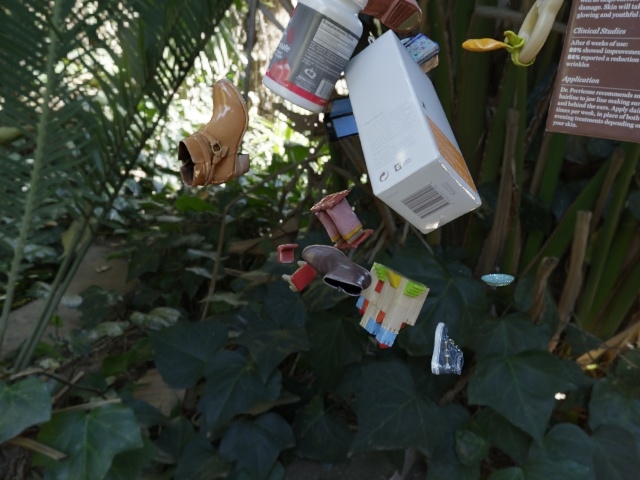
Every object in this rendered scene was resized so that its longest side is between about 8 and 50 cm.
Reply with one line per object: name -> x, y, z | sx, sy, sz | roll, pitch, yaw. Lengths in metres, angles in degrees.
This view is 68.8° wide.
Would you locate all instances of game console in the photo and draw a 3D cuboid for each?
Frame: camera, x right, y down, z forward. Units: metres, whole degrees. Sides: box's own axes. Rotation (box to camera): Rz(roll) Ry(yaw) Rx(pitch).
game console -> 0.088, -0.403, 1.532 | 0.144, 0.124, 0.085 | -19, 4, -21

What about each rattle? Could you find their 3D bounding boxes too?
rattle -> 0.382, -0.443, 0.876 | 0.142, 0.200, 0.130 | 30, 54, 12

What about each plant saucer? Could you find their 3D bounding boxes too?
plant saucer -> 0.684, 0.154, 1.804 | 0.119, 0.021, 0.119 | -4, 10, 1

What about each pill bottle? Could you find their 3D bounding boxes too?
pill bottle -> -0.004, -0.499, 1.170 | 0.176, 0.319, 0.176 | 26, 19, -10

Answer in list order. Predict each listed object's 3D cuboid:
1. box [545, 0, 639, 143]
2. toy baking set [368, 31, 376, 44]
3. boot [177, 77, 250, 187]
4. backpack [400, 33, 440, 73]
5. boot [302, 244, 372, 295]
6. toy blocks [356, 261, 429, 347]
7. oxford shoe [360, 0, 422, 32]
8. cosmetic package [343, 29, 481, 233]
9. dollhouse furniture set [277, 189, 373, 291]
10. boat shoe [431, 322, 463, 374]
box -> 0.463, -0.334, 0.645 | 0.191, 0.381, 0.143 | 21, 31, 37
toy baking set -> 0.256, -0.726, 1.903 | 0.030, 0.197, 0.256 | -32, -21, 14
boot -> -0.304, -0.289, 1.272 | 0.109, 0.284, 0.220 | 13, 25, 33
backpack -> 0.345, -0.702, 1.764 | 0.158, 0.117, 0.173 | -35, 60, -8
boot -> 0.036, 0.086, 1.423 | 0.248, 0.090, 0.207 | 21, 12, 12
toy blocks -> 0.248, 0.247, 1.762 | 0.190, 0.261, 0.381 | 22, 3, -20
oxford shoe -> 0.166, -0.849, 1.568 | 0.397, 0.140, 0.147 | 22, 47, -32
cosmetic package -> 0.213, -0.270, 1.147 | 0.230, 0.161, 0.453 | 30, 40, -43
dollhouse furniture set -> 0.000, 0.000, 1.760 | 0.374, 0.201, 0.152 | -43, 19, -28
boat shoe -> 0.382, 0.322, 1.384 | 0.083, 0.065, 0.183 | -1, 39, 21
